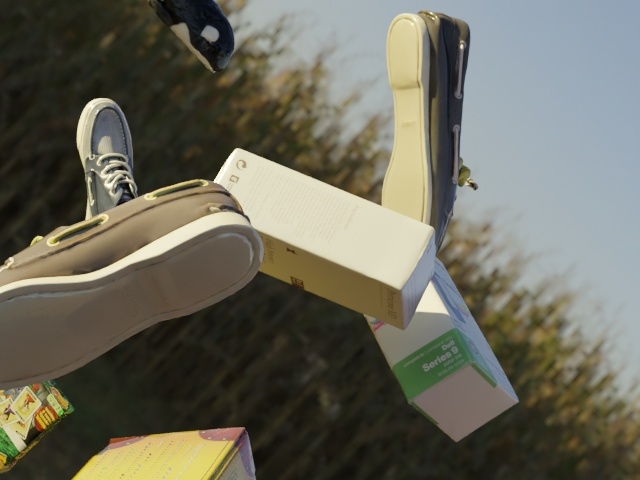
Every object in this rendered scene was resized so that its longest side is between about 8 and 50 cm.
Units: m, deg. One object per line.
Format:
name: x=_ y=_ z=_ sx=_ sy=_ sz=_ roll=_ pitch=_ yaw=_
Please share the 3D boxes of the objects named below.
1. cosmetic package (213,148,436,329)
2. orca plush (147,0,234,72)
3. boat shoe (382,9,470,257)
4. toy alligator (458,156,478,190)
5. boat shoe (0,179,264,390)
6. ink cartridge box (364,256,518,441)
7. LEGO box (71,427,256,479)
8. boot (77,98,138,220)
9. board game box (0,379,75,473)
cosmetic package: x=0.000 y=0.000 z=1.772 sx=0.231 sy=0.085 sz=0.117 roll=23 pitch=-21 yaw=14
orca plush: x=-0.196 y=-0.369 z=2.327 sx=0.287 sy=0.102 sz=0.151 roll=53 pitch=8 yaw=23
boat shoe: x=0.142 y=-0.118 z=2.111 sx=0.095 sy=0.335 sz=0.112 roll=-3 pitch=8 yaw=-29
toy alligator: x=0.182 y=-0.097 z=2.438 sx=0.056 sy=0.051 sz=0.190 roll=44 pitch=-1 yaw=30
boat shoe: x=-0.216 y=0.037 z=1.540 sx=0.097 sy=0.324 sz=0.117 roll=-121 pitch=-168 yaw=-46
ink cartridge box: x=0.119 y=0.100 z=1.918 sx=0.154 sy=0.093 sz=0.212 roll=42 pitch=16 yaw=-55
LEGO box: x=-0.199 y=0.471 z=1.926 sx=0.500 sy=0.193 sz=0.372 roll=-48 pitch=131 yaw=-74
boot: x=-0.241 y=-0.075 z=2.013 sx=0.086 sy=0.069 sz=0.190 roll=5 pitch=-80 yaw=61
board game box: x=-0.430 y=0.150 z=2.125 sx=0.260 sy=0.136 sz=0.030 roll=52 pitch=23 yaw=12
